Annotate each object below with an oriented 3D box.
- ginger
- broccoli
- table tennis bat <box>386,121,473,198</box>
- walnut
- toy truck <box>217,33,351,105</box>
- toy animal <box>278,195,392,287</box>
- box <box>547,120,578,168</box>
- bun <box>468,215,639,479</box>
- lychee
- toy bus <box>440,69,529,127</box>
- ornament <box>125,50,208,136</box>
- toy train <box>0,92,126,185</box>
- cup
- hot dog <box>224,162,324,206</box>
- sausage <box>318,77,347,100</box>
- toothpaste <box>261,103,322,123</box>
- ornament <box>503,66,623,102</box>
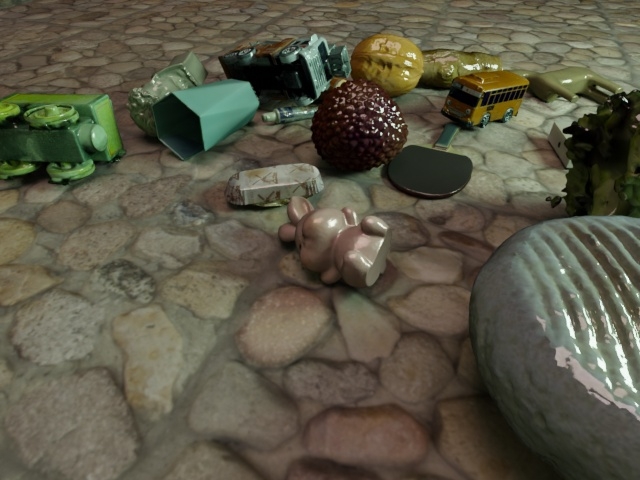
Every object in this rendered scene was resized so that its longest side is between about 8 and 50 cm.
[{"bbox_3d":[0.386,-0.487,1.168,0.262,0.116,0.110,4,83,-1],"label":"ginger"},{"bbox_3d":[0.490,-0.045,0.601,0.281,0.348,0.293,-42,7,0],"label":"broccoli"},{"bbox_3d":[0.250,-0.184,0.890,0.173,0.023,0.301,18,46,20],"label":"table tennis bat"},{"bbox_3d":[0.181,-0.478,1.117,0.206,0.159,0.159,17,45,13],"label":"walnut"},{"bbox_3d":[-0.086,-0.453,1.051,0.337,0.133,0.184,15,54,34],"label":"toy truck"},{"bbox_3d":[-0.001,-0.001,0.628,0.212,0.125,0.124,18,45,29],"label":"toy animal"},{"bbox_3d":[0.587,-0.207,0.889,0.129,0.051,0.129,4,42,5],"label":"box"},{"bbox_3d":[0.326,0.124,0.408,0.360,0.212,0.362,1,45,-1],"label":"bun"},{"bbox_3d":[0.071,-0.227,0.835,0.187,0.188,0.188,0,42,0],"label":"lychee"},{"bbox_3d":[0.402,-0.348,0.993,0.200,0.114,0.098,-19,46,-30],"label":"toy bus"},{"bbox_3d":[-0.373,-0.360,1.017,0.120,0.130,0.285,-14,37,23],"label":"ornament"},{"bbox_3d":[-0.564,-0.223,0.850,0.271,0.159,0.188,2,36,4],"label":"toy train"},{"bbox_3d":[-0.247,-0.298,0.941,0.147,0.134,0.236,-7,29,37],"label":"cup"},{"bbox_3d":[-0.091,-0.106,0.788,0.191,0.053,0.099,-12,42,-8],"label":"hot dog"},{"bbox_3d":[-0.032,-0.439,1.139,0.234,0.071,0.071,28,49,29],"label":"sausage"},{"bbox_3d":[-0.049,-0.328,1.047,0.215,0.037,0.062,-16,40,-23],"label":"toothpaste"},{"bbox_3d":[0.646,-0.433,1.131,0.230,0.061,0.245,-14,45,-11],"label":"ornament"}]
